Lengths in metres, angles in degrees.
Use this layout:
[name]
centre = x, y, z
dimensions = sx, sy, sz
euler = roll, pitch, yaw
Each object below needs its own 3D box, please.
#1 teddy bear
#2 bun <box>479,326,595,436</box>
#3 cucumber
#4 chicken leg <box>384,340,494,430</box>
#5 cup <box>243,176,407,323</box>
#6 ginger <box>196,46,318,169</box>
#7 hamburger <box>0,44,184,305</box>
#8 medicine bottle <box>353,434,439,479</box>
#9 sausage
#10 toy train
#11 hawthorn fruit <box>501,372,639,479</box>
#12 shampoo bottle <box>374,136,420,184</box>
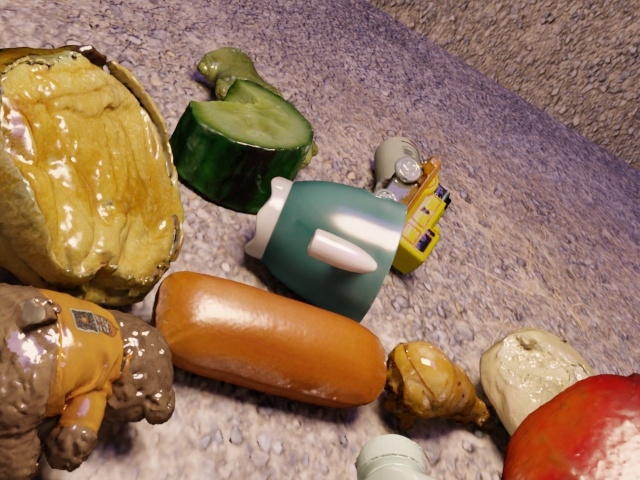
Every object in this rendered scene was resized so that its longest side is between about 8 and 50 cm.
[teddy bear]
centre = -0.209, 0.102, 0.664
dimensions = 0.190, 0.140, 0.177
euler = 14, 30, -50
[bun]
centre = 0.307, 0.203, 1.044
dimensions = 0.237, 0.116, 0.210
euler = 16, 38, -58
[cucumber]
centre = -0.112, -0.129, 1.150
dimensions = 0.191, 0.130, 0.191
euler = 20, 31, -13
[chicken leg]
centre = 0.141, 0.187, 0.964
dimensions = 0.207, 0.101, 0.085
euler = 37, 23, -45
[cup]
centre = 0.000, 0.000, 1.027
dimensions = 0.173, 0.168, 0.300
euler = 22, 2, -3
[ginger]
centre = -0.105, -0.217, 1.334
dimensions = 0.290, 0.089, 0.137
euler = 50, 13, 19
[hamburger]
centre = -0.246, -0.061, 0.789
dimensions = 0.285, 0.134, 0.266
euler = 17, 61, -65
[medicine bottle]
centre = 0.068, 0.272, 0.698
dimensions = 0.083, 0.121, 0.229
euler = 25, 28, -16
[sausage]
centre = -0.049, 0.109, 0.853
dimensions = 0.274, 0.105, 0.105
euler = 20, 31, -26
[toy train]
centre = 0.131, -0.041, 1.229
dimensions = 0.127, 0.089, 0.219
euler = 40, 57, -4
[hawthorn fruit]
centre = 0.286, 0.289, 0.768
dimensions = 0.265, 0.265, 0.307
euler = 38, 33, 7
[shampoo bottle]
centre = 0.138, -0.089, 1.391
dimensions = 0.085, 0.085, 0.262
euler = 27, 29, -14
